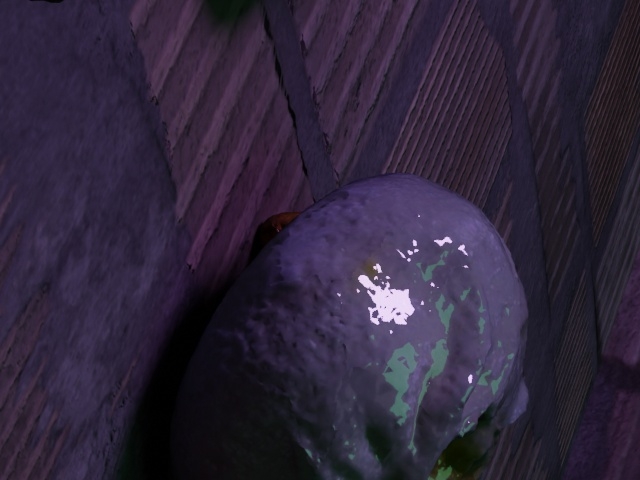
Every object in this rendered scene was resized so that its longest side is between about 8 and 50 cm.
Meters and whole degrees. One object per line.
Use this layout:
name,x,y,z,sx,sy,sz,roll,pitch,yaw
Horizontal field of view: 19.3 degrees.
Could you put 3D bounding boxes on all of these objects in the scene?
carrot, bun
carrot,0.000,0.000,1.616,0.186,0.060,0.060,14,89,-67
bun,0.036,0.129,1.505,0.362,0.211,0.362,-47,158,-26

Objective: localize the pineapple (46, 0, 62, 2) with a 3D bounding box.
pineapple,-0.094,-0.239,1.028,0.340,0.169,0.169,-48,146,-58
